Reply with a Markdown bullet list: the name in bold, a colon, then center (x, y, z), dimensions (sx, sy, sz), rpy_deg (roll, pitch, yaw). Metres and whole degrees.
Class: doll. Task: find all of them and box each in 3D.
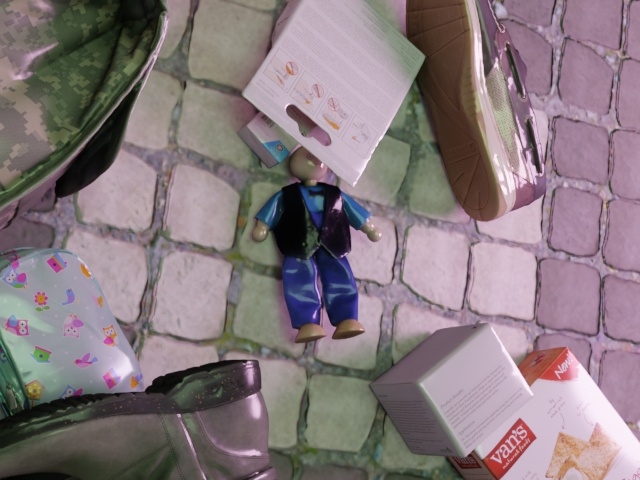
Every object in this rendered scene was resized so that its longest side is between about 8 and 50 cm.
- **doll**: center (0.000, 0.000, 1.117), dimensions (0.129, 0.046, 0.188), rpy_deg (-5, 76, -16)

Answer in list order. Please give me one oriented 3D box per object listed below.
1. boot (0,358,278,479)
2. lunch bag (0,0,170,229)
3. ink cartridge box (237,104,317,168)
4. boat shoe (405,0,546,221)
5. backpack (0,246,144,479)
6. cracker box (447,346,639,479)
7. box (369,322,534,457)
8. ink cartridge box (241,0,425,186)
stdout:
- **boot**: center (-0.135, 0.187, 0.858), dimensions (0.247, 0.083, 0.161), rpy_deg (-11, 89, -24)
- **lunch bag**: center (-0.252, -0.097, 0.911), dimensions (0.287, 0.235, 0.169), rpy_deg (-39, 101, -24)
- **ink cartridge box**: center (-0.034, -0.116, 1.132), dimensions (0.048, 0.028, 0.083), rpy_deg (48, 66, -10)
- **boat shoe**: center (0.164, -0.165, 1.197), dimensions (0.092, 0.103, 0.285), rpy_deg (-15, 91, -31)
- **backpack**: center (-0.222, 0.095, 0.943), dimensions (0.152, 0.115, 0.182), rpy_deg (-27, 92, -49)
- **cracker box**: center (0.252, 0.244, 1.180), dimensions (0.156, 0.067, 0.232), rpy_deg (-43, 99, -25)
- **box**: center (0.124, 0.143, 1.119), dimensions (0.101, 0.102, 0.087), rpy_deg (-36, 99, -25)
- **ink cartridge box**: center (0.010, -0.156, 1.138), dimensions (0.145, 0.045, 0.179), rpy_deg (39, 63, -19)
